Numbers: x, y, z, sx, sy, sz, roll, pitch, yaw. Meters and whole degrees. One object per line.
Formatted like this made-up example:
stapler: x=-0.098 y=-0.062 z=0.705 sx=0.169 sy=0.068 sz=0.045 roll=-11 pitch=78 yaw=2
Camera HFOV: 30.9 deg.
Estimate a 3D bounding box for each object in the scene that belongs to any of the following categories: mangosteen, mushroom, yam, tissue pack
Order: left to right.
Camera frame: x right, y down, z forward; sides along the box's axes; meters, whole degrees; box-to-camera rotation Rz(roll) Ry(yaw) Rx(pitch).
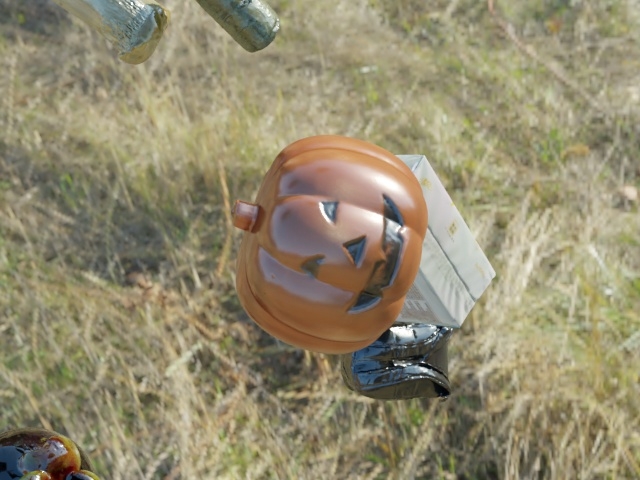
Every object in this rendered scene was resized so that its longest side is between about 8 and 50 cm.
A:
mangosteen: x=-0.359 y=0.332 z=1.466 sx=0.230 sy=0.194 sz=0.194 roll=-13 pitch=33 yaw=50
mushroom: x=-0.342 y=-0.366 z=1.520 sx=0.351 sy=0.095 sz=0.123 roll=43 pitch=32 yaw=-1
yam: x=-0.118 y=-0.313 z=1.504 sx=0.069 sy=0.146 sz=0.070 roll=-38 pitch=22 yaw=18
tissue pack: x=0.099 y=0.000 z=1.581 sx=0.185 sy=0.225 sz=0.124 roll=6 pitch=51 yaw=47

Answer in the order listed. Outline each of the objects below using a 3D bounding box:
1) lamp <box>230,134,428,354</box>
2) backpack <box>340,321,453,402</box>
lamp: x=0.000 y=0.000 z=1.001 sx=0.163 sy=0.188 sz=0.188 roll=19 pitch=46 yaw=-12
backpack: x=0.107 y=0.175 z=1.694 sx=0.165 sy=0.106 sz=0.120 roll=4 pitch=85 yaw=-23
